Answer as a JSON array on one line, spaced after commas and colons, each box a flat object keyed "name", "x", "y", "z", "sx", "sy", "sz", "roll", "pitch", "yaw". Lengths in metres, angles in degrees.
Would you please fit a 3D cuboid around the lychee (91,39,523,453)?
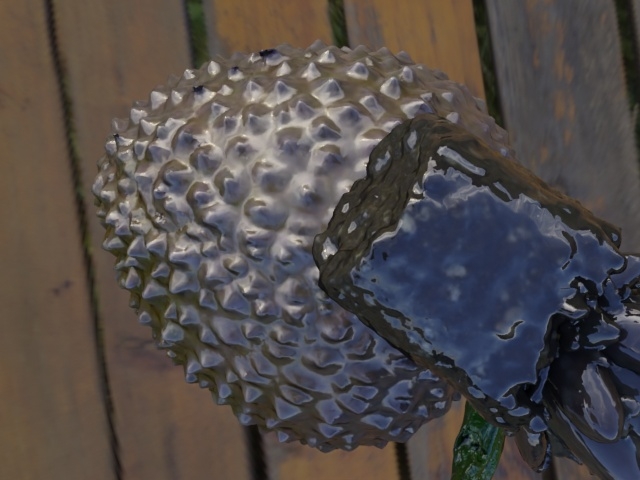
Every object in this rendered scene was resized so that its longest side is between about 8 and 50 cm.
[{"name": "lychee", "x": 0.000, "y": 0.000, "z": 1.447, "sx": 0.432, "sy": 0.380, "sz": 0.380, "roll": 18, "pitch": 89, "yaw": 2}]

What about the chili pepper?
[{"name": "chili pepper", "x": 0.152, "y": 0.207, "z": 1.584, "sx": 0.050, "sy": 0.073, "sz": 0.182, "roll": 18, "pitch": 59, "yaw": 16}]

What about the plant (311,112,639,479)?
[{"name": "plant", "x": 0.152, "y": 0.060, "z": 1.169, "sx": 0.320, "sy": 0.181, "sz": 0.194, "roll": 35, "pitch": 98, "yaw": -16}]
